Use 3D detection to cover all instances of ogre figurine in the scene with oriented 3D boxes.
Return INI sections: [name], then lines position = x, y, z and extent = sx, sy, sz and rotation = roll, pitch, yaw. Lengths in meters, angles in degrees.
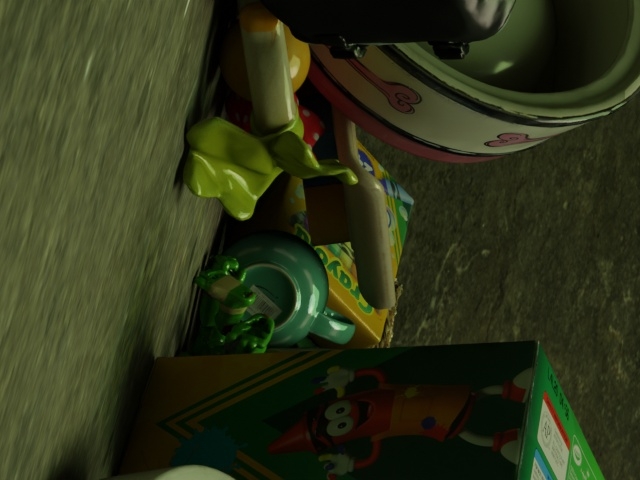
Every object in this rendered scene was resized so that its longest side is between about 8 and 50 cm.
[ogre figurine]
position = -0.091, 0.112, 1.564
extent = 0.197, 0.096, 0.118
rotation = 44, -52, 39

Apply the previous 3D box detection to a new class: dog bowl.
[dog bowl]
position = 0.128, -0.256, 1.519
extent = 0.150, 0.408, 0.408
rotation = -45, -156, 51

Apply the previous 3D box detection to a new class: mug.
[mug]
position = -0.045, 0.055, 1.682
extent = 0.097, 0.157, 0.129
rotation = -55, 141, -83

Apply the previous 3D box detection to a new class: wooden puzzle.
[wooden puzzle]
position = 0.005, -0.132, 1.668
extent = 0.322, 0.080, 0.348
rotation = 80, -1, -64

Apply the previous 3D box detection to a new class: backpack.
[backpack]
position = 0.050, -0.291, 1.188
extent = 0.191, 0.225, 0.254
rotation = 42, 57, -52

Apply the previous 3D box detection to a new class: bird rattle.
[bird rattle]
position = -0.037, -0.133, 1.358
extent = 0.253, 0.143, 0.207
rotation = -78, 164, -68

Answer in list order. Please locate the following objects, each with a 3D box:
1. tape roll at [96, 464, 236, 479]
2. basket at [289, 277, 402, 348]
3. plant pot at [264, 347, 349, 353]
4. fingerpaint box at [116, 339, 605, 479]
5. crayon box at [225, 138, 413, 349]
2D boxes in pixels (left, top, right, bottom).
[tape roll]
position = -0.093, 0.353, 1.077
extent = 0.392, 0.072, 0.392
rotation = -12, 90, -69
[basket]
position = -0.058, 0.130, 1.979
extent = 0.223, 0.213, 0.299
rotation = -29, -150, 34
[plant pot]
position = 0.033, 0.220, 1.682
extent = 0.256, 0.274, 0.256
rotation = -29, -133, 37
[fingerpaint box]
position = 0.079, 0.283, 1.440
extent = 0.445, 0.371, 0.163
rotation = 58, 36, -43
[crayon box]
position = 0.000, 0.000, 1.873
extent = 0.083, 0.203, 0.323
rotation = -27, -150, 33
